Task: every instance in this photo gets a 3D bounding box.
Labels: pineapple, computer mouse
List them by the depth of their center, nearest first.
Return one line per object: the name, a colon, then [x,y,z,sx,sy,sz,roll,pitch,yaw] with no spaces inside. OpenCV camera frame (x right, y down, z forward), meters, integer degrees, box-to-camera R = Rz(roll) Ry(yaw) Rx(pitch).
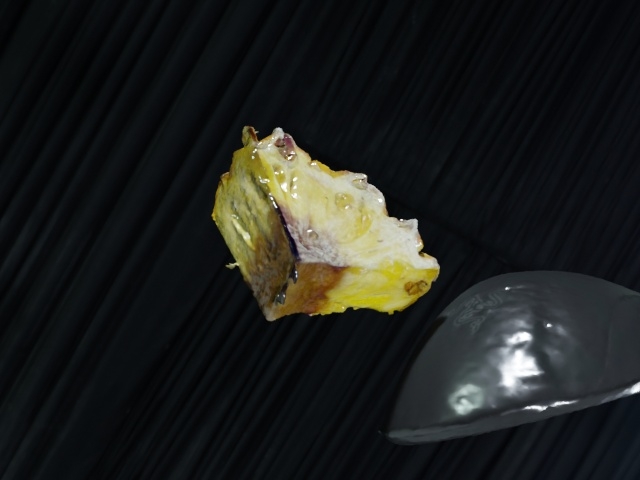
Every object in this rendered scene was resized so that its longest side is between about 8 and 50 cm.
pineapple: [0.000,0.000,0.413,0.137,0.069,0.116,27,34,1]
computer mouse: [0.140,0.060,0.457,0.147,0.088,0.264,-20,-17,37]
